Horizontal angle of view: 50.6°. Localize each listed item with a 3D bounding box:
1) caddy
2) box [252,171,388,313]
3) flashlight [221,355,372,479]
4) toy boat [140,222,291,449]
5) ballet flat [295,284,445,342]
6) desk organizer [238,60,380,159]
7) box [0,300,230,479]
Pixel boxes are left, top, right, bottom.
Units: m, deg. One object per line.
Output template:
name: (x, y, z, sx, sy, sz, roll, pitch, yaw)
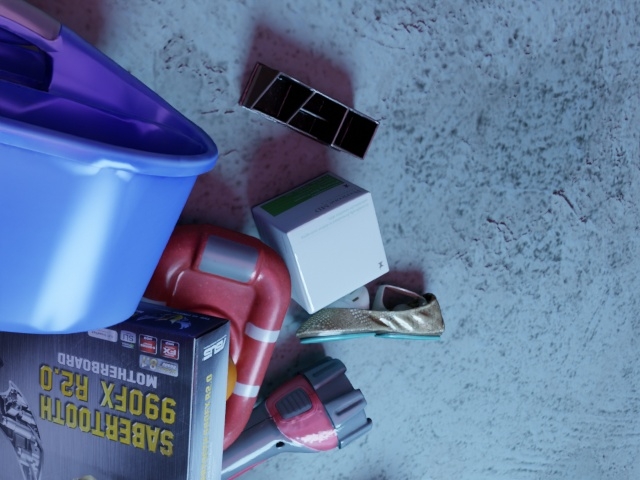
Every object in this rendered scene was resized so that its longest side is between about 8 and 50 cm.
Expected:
caddy: (-0.238, -0.077, 0.439, 0.341, 0.241, 0.179, 12, 110, -35)
box: (0.000, 0.000, 0.704, 0.101, 0.087, 0.102, -27, 122, -19)
flashlight: (-0.094, 0.240, 0.750, 0.304, 0.103, 0.103, -27, 96, -15)
toy boat: (-0.113, 0.107, 0.628, 0.151, 0.151, 0.231, 16, 101, -16)
ballet flat: (0.060, 0.086, 0.801, 0.206, 0.073, 0.067, 4, 80, -35)
desk organizer: (-0.008, -0.125, 0.670, 0.130, 0.050, 0.047, 19, 99, -35)
box: (-0.191, 0.136, 0.559, 0.056, 0.231, 0.183, -21, 119, -67)
